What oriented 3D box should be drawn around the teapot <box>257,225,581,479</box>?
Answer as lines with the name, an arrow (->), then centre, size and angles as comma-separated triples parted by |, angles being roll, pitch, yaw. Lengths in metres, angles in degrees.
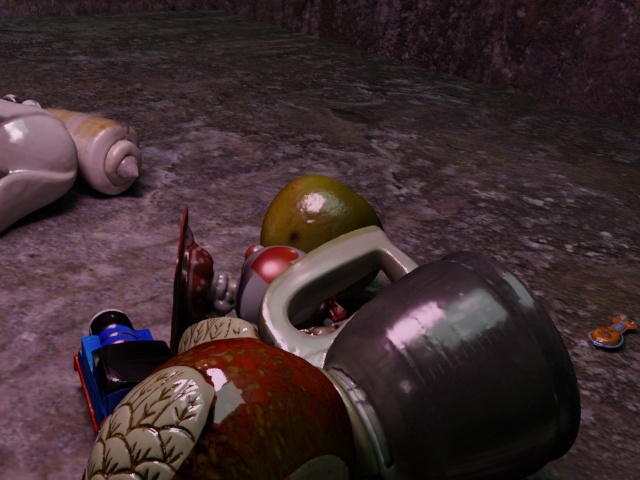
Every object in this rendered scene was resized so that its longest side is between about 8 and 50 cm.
teapot -> 0.084, 0.119, 0.813 | 0.239, 0.239, 0.322 | -20, 77, -22

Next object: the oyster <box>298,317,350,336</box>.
oyster -> 0.075, 0.157, 0.986 | 0.209, 0.072, 0.133 | -1, 46, -31

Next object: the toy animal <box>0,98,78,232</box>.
toy animal -> -0.548, -0.149, 1.308 | 0.174, 0.249, 0.289 | -17, 18, 37

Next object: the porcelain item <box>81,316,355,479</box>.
porcelain item -> -0.105, 0.186, 0.668 | 0.253, 0.253, 0.253 | 5, 24, -2

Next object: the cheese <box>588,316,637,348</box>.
cheese -> 0.432, 0.137, 1.171 | 0.047, 0.017, 0.111 | 28, 31, 34

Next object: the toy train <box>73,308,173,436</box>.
toy train -> -0.208, 0.149, 0.844 | 0.082, 0.131, 0.204 | -6, 27, -24

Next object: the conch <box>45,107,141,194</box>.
conch -> -0.423, -0.193, 1.494 | 0.255, 0.127, 0.158 | 42, 22, 16

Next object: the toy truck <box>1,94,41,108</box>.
toy truck -> -0.656, -0.222, 1.568 | 0.270, 0.135, 0.114 | 15, 23, 8

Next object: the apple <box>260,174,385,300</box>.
apple -> 0.000, 0.000, 1.170 | 0.196, 0.196, 0.157 | 25, 69, 35

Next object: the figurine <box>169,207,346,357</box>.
figurine -> -0.075, 0.064, 1.034 | 0.226, 0.160, 0.183 | 4, 25, -8

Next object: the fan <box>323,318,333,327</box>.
fan -> -0.059, 0.155, 1.005 | 0.057, 0.023, 0.282 | 24, 28, 31
